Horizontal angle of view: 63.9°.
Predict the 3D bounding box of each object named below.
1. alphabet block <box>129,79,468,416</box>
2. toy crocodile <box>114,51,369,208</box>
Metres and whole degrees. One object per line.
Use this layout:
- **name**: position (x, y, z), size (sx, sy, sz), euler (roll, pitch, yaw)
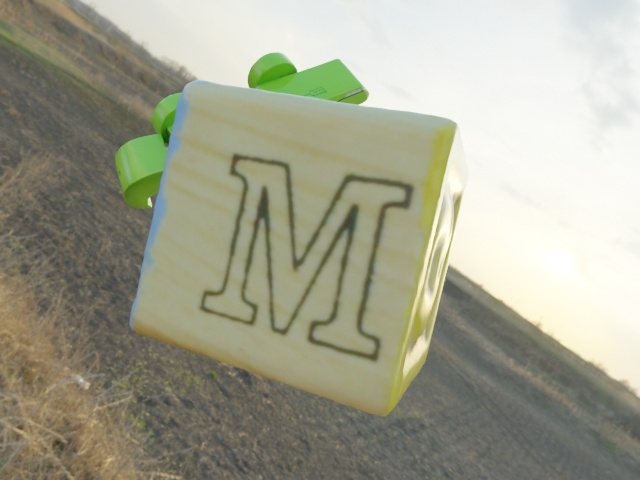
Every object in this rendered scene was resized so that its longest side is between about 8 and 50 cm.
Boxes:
- **alphabet block**: position (0.000, 0.000, 0.420), size (0.197, 0.193, 0.192), euler (14, 3, 19)
- **toy crocodile**: position (-0.092, -0.139, 0.645), size (0.115, 0.340, 0.105), euler (51, -21, 23)
